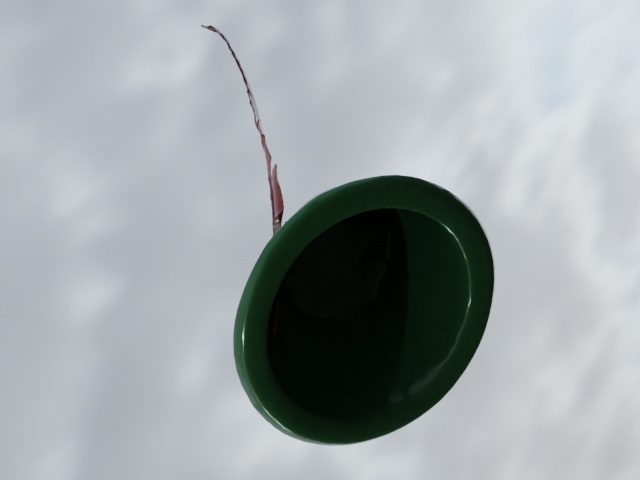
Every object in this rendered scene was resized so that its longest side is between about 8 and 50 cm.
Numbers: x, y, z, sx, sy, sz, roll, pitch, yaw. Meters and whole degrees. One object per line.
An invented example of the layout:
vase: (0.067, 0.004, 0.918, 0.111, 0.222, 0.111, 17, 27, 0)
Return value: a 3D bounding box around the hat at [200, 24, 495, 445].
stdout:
hat: (0.000, 0.000, 1.106, 0.173, 0.183, 0.208, 10, -71, -28)
